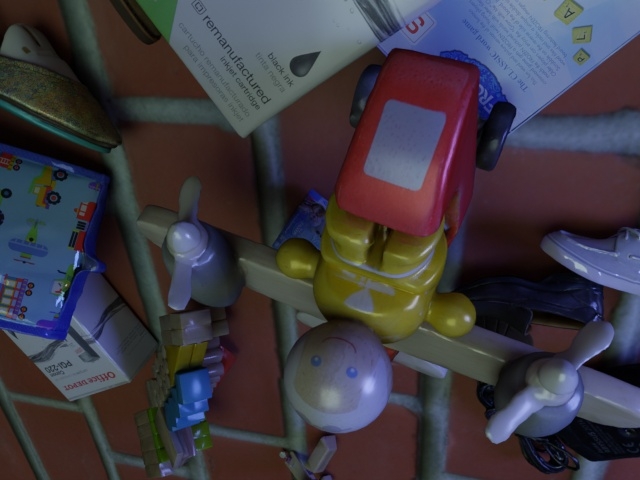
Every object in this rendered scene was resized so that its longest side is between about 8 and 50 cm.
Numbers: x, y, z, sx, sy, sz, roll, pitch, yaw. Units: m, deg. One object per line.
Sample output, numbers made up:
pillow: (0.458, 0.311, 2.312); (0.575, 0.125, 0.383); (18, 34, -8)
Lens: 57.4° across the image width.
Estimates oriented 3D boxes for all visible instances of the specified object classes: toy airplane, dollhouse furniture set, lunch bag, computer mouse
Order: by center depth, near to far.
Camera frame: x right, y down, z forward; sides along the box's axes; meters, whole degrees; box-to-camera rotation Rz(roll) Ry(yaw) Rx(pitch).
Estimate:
toy airplane: (0.042, 0.066, 0.543); (0.386, 0.272, 0.384); (-20, 116, 39)
computer mouse: (0.345, 0.200, 0.707); (0.272, 0.072, 0.188); (-23, 114, 43)
lunch bag: (-0.418, -0.010, 0.744); (0.293, 0.138, 0.221); (16, 84, 1)
dollhouse furniture set: (-0.011, 0.346, 0.955); (0.081, 0.091, 0.114); (42, 109, 41)

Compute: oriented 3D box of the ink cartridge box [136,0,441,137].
ink cartridge box: (-0.005, -0.237, 0.431); (0.272, 0.115, 0.198); (-27, 110, 33)

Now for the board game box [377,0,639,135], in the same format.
board game box: (0.147, -0.282, 0.460); (0.318, 0.066, 0.318); (44, 125, -11)

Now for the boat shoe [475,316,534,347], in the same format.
boat shoe: (0.180, 0.119, 0.716); (0.152, 0.056, 0.048); (9, 131, 17)

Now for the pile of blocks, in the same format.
pile of blocks: (-0.182, 0.232, 0.867); (0.149, 0.112, 0.362); (56, 138, 33)

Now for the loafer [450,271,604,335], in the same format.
loafer: (0.226, 0.075, 0.655); (0.170, 0.061, 0.062); (-8, 151, 25)

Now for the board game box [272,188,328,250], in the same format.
board game box: (0.000, 0.000, 0.702); (0.090, 0.020, 0.090); (37, 122, 1)

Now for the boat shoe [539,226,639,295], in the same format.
boat shoe: (0.322, 0.019, 0.599); (0.184, 0.066, 0.063); (22, 112, 7)

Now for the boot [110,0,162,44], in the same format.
boot: (-0.171, -0.332, 0.523); (0.115, 0.112, 0.306); (-12, 127, -2)

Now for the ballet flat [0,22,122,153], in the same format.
ballet flat: (-0.384, -0.209, 0.675); (0.348, 0.123, 0.123); (20, 126, 4)

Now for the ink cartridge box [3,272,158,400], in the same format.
ink cartridge box: (-0.381, 0.128, 0.893); (0.158, 0.092, 0.218); (-22, 114, 29)
